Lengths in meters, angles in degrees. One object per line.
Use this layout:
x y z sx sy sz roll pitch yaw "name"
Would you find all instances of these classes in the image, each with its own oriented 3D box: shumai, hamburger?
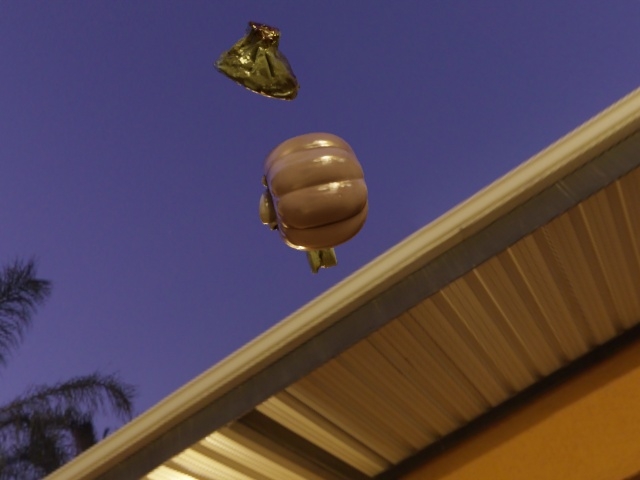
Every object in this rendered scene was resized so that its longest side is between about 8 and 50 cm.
-0.079 -0.254 0.826 0.123 0.099 0.087 12 -68 -33 "shumai"
-0.004 0.000 1.128 0.054 0.121 0.084 -16 -72 9 "hamburger"

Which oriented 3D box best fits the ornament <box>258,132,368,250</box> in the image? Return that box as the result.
-0.017 -0.068 0.880 0.177 0.177 0.178 -10 -49 -11 "ornament"
